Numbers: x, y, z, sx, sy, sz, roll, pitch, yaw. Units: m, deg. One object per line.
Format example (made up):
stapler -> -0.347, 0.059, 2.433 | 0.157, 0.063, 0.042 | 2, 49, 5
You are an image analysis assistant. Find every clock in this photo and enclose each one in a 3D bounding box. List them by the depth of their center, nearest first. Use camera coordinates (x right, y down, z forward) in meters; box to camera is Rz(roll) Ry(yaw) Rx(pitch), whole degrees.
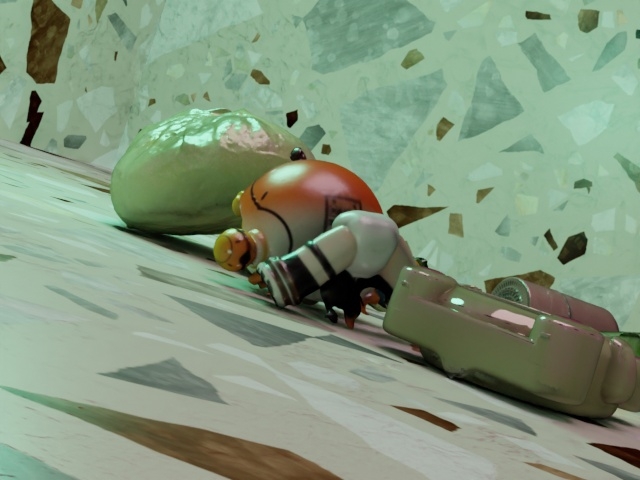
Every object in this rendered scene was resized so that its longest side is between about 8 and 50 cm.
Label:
clock -> 0.257, 0.133, 1.527 | 0.284, 0.114, 0.309 | 18, 0, 40

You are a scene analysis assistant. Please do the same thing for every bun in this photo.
bun -> -0.183, -0.118, 2.069 | 0.361, 0.213, 0.361 | -4, -4, 0

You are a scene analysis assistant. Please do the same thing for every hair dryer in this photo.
hair dryer -> 0.332, 0.139, 2.131 | 0.210, 0.125, 0.352 | 18, -5, -27

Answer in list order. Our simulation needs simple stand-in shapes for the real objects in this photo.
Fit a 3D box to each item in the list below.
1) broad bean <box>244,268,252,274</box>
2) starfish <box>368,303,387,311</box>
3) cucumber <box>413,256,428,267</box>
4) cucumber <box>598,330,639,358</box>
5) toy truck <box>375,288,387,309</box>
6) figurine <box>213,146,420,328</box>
broad bean -> -0.077, 0.028, 1.950 | 0.124, 0.082, 0.174 | 15, 13, -11
starfish -> 0.027, 0.050, 2.047 | 0.217, 0.050, 0.223 | 45, -5, 8
cucumber -> 0.092, 0.067, 2.252 | 0.193, 0.085, 0.115 | 16, 32, 43
cucumber -> 0.500, 0.196, 1.833 | 0.191, 0.130, 0.191 | 15, -1, 0
toy truck -> 0.080, 0.044, 2.140 | 0.202, 0.088, 0.074 | 34, -29, 30
figurine -> 0.002, -0.004, 1.717 | 0.320, 0.196, 0.323 | 10, 16, -28
